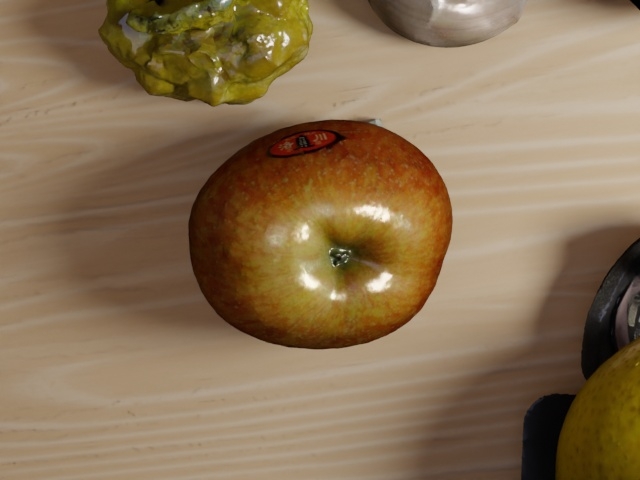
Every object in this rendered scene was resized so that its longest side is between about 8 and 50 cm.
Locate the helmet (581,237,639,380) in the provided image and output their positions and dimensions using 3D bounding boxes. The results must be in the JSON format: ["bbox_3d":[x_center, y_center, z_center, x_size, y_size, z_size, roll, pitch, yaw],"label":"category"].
[{"bbox_3d":[0.429,0.084,1.535,0.198,0.154,0.253,34,131,26],"label":"helmet"}]

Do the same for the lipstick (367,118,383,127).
[{"bbox_3d":[0.029,-0.122,1.659,0.107,0.025,0.025,-20,90,19],"label":"lipstick"}]

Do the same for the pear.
[{"bbox_3d":[0.384,0.287,1.421,0.340,0.191,0.386,17,114,35],"label":"pear"}]

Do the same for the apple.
[{"bbox_3d":[0.000,0.000,1.556,0.309,0.250,0.277,-25,97,14],"label":"apple"}]

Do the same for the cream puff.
[{"bbox_3d":[-0.137,-0.289,1.595,0.282,0.185,0.282,1,99,9],"label":"cream puff"}]

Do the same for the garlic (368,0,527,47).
[{"bbox_3d":[0.163,-0.359,1.565,0.292,0.210,0.237,34,67,10],"label":"garlic"}]

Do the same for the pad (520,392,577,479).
[{"bbox_3d":[0.426,0.337,1.627,0.375,0.063,0.315,3,95,1],"label":"pad"}]

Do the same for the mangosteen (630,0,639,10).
[{"bbox_3d":[0.377,-0.346,1.457,0.265,0.228,0.228,2,96,2],"label":"mangosteen"}]
